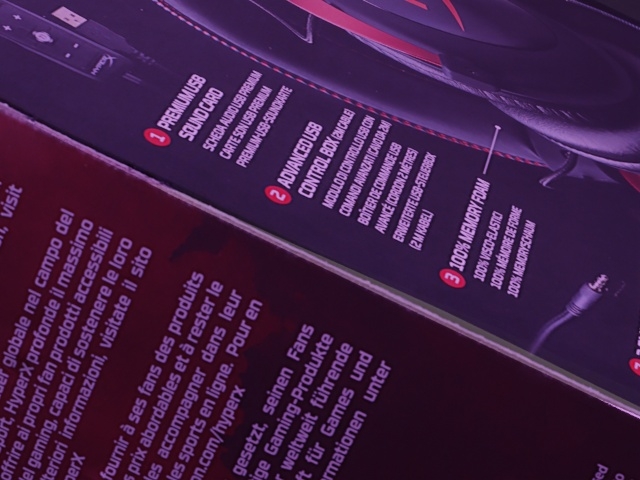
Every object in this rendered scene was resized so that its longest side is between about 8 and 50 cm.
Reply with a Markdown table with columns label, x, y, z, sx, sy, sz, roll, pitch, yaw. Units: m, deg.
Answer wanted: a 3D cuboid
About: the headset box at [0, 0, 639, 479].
| label | x | y | z | sx | sy | sz | roll | pitch | yaw |
| --- | --- | --- | --- | --- | --- | --- | --- | --- | --- |
| headset box | 0.000 | 0.000 | 0.427 | 0.293 | 0.110 | 0.218 | 25 | 27 | -1 |
